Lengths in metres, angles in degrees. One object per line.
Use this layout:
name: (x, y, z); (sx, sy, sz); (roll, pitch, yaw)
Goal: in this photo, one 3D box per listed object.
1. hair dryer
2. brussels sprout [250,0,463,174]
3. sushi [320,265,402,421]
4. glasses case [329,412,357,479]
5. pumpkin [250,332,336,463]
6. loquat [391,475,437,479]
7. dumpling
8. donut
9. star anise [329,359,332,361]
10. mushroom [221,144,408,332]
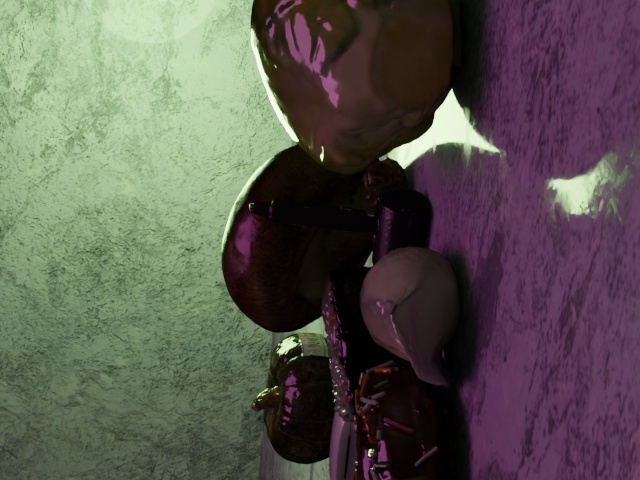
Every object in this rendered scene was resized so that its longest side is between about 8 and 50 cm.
hair dryer: (0.022, -0.015, 1.545); (0.070, 0.248, 0.114); (-81, -4, -64)
brussels sprout: (0.054, -0.246, 1.400); (0.344, 0.268, 0.344); (160, 90, -75)
sushi: (0.070, 0.148, 1.606); (0.136, 0.126, 0.225); (118, 152, -72)
glasses case: (0.043, 0.374, 2.020); (0.074, 0.049, 0.193); (-107, 19, -67)
pumpkin: (-0.040, 0.305, 2.145); (0.260, 0.189, 0.260); (180, 90, -83)
loquat: (0.085, 0.378, 1.172); (0.213, 0.214, 0.246); (-153, 65, -82)
dumpling: (0.117, 0.094, 1.361); (0.166, 0.126, 0.216); (67, 165, -18)
donut: (0.099, 0.279, 1.395); (0.270, 0.103, 0.269); (178, 90, -84)
star anise: (0.060, 0.178, 1.863); (0.196, 0.073, 0.212); (-101, 18, -46)
mushroom: (-0.019, -0.011, 1.738); (0.239, 0.345, 0.345); (53, 147, 38)
